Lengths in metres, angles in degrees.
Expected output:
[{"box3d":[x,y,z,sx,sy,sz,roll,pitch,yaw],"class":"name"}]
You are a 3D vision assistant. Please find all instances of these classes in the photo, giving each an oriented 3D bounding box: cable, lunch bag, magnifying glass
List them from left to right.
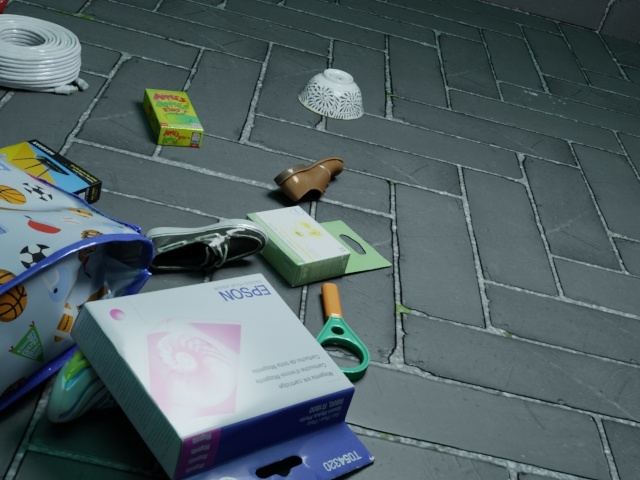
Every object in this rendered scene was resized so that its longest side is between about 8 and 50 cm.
[{"box3d":[-0.461,0.040,1.294,0.327,0.239,0.385,26,38,19],"class":"lunch bag"},{"box3d":[-0.651,-0.411,2.088,0.257,0.089,0.257,-4,36,-31],"class":"cable"},{"box3d":[0.026,0.144,1.561,0.092,0.026,0.231,9,30,-12],"class":"magnifying glass"}]

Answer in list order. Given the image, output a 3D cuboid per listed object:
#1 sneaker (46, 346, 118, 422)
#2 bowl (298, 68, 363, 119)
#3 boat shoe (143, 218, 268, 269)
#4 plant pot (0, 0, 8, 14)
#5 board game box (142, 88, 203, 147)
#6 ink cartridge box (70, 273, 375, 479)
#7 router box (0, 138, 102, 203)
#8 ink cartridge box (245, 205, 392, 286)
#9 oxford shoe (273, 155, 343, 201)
[{"box3d":[-0.260,0.182,1.294,0.126,0.091,0.240,23,30,10],"class":"sneaker"},{"box3d":[0.035,-0.371,2.365,0.170,0.080,0.170,13,30,-7],"class":"bowl"},{"box3d":[-0.189,0.017,1.624,0.219,0.078,0.070,-6,35,-20],"class":"boat shoe"},{"box3d":[-0.806,-0.584,2.216,0.191,0.174,0.191,12,30,-7],"class":"plant pot"},{"box3d":[-0.316,-0.262,2.050,0.092,0.043,0.181,1,33,-23],"class":"board game box"},{"box3d":[-0.112,0.190,1.280,0.324,0.071,0.330,-8,47,-49],"class":"ink cartridge box"},{"box3d":[-0.499,-0.110,1.706,0.178,0.046,0.133,30,33,22],"class":"router box"},{"box3d":[0.000,0.000,1.760,0.235,0.056,0.171,-12,40,-36],"class":"ink cartridge box"},{"box3d":[-0.012,-0.120,1.958,0.076,0.076,0.212,56,37,6],"class":"oxford shoe"}]
